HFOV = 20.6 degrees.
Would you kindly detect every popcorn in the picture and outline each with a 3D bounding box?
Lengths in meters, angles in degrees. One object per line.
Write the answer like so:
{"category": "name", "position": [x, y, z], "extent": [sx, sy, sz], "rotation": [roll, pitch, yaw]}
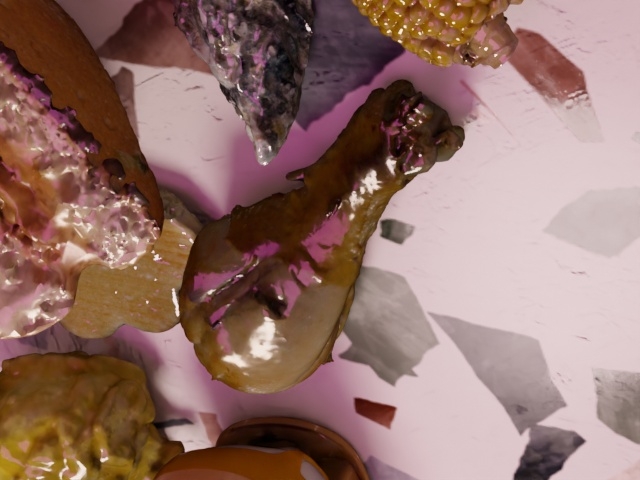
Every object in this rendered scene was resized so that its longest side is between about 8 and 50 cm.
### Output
{"category": "popcorn", "position": [-0.284, 0.237, 1.977], "extent": [0.266, 0.192, 0.233], "rotation": [14, 132, -15]}

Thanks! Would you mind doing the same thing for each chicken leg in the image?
{"category": "chicken leg", "position": [0.000, 0.000, 1.700], "extent": [0.201, 0.153, 0.429], "rotation": [30, 126, -13]}

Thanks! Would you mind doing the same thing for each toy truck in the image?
{"category": "toy truck", "position": [-0.063, 0.325, 1.918], "extent": [0.204, 0.212, 0.288], "rotation": [-7, 124, 31]}

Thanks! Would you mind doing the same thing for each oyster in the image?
{"category": "oyster", "position": [-0.087, -0.222, 1.616], "extent": [0.199, 0.087, 0.252], "rotation": [24, 120, 9]}

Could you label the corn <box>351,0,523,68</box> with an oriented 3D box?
{"category": "corn", "position": [0.039, -0.278, 1.461], "extent": [0.347, 0.130, 0.130], "rotation": [46, 132, -7]}

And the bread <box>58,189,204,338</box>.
{"category": "bread", "position": [-0.248, 0.015, 1.876], "extent": [0.286, 0.056, 0.207], "rotation": [16, 131, 11]}

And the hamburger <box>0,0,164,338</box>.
{"category": "hamburger", "position": [-0.347, -0.125, 1.677], "extent": [0.268, 0.287, 0.445], "rotation": [-43, 97, 17]}
